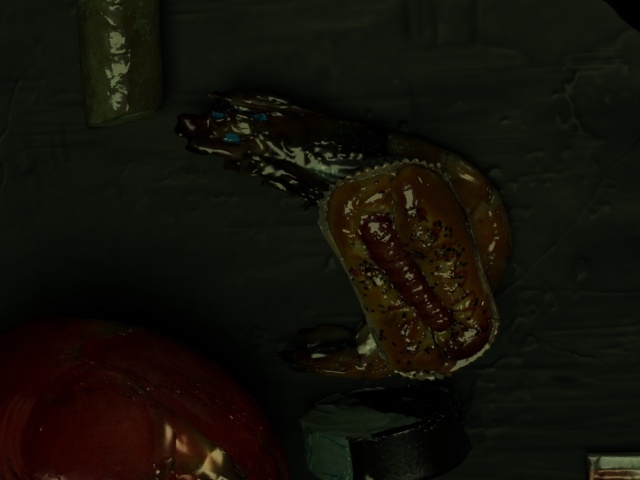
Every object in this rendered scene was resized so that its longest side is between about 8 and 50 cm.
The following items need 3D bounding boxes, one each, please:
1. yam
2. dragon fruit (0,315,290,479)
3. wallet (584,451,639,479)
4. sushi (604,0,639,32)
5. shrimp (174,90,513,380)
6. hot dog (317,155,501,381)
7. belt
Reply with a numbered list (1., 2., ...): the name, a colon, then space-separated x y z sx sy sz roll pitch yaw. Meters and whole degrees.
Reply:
1. yam: -0.157 -0.152 1.521 0.070 0.069 0.146 0 110 8
2. dragon fruit: -0.177 0.208 1.531 0.302 0.295 0.295 18 113 -28
3. wallet: 0.316 0.221 1.606 0.197 0.020 0.103 -1 108 9
4. sushi: 0.294 -0.214 1.392 0.150 0.153 0.172 -43 56 -3
5. shrimp: 0.000 0.000 1.555 0.290 0.054 0.222 25 111 -9
6. hot dog: 0.071 0.021 1.507 0.108 0.059 0.191 -20 115 9
7. belt: 0.052 0.159 1.579 0.140 0.105 0.058 -4 109 20
